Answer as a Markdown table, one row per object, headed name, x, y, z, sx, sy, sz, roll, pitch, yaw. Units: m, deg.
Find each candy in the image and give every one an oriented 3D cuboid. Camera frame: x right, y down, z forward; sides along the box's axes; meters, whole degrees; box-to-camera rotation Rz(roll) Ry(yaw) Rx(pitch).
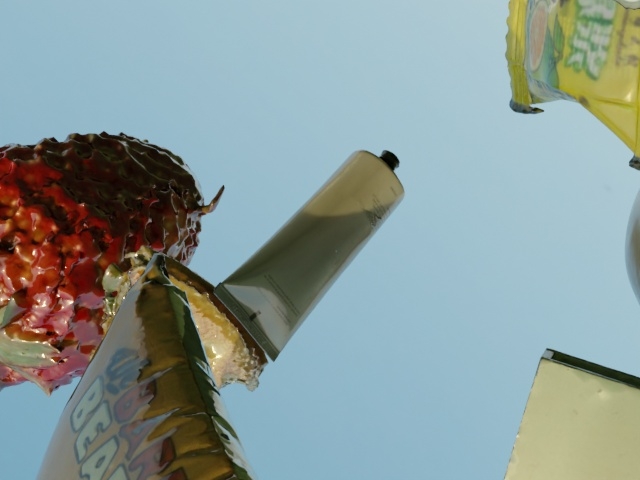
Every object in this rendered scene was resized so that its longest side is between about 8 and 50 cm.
| name | x | y | z | sx | sy | sz | roll | pitch | yaw |
| --- | --- | --- | --- | --- | --- | --- | --- | --- | --- |
| candy | 0.227 | -0.176 | 1.157 | 0.081 | 0.187 | 0.297 | -5 | -165 | -18 |

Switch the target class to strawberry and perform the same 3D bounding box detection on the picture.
| name | x | y | z | sx | sy | sz | roll | pitch | yaw |
| --- | --- | --- | --- | --- | --- | --- | --- | --- | --- |
| strawberry | -0.253 | -0.003 | 1.439 | 0.343 | 0.292 | 0.292 | -33 | -106 | -28 |

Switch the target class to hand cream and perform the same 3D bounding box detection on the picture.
| name | x | y | z | sx | sy | sz | roll | pitch | yaw |
| --- | --- | --- | --- | --- | --- | --- | --- | --- | --- |
| hand cream | 0.000 | 0.000 | 1.032 | 0.054 | 0.186 | 0.087 | 20 | 152 | 51 |

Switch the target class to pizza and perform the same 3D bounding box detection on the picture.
| name | x | y | z | sx | sy | sz | roll | pitch | yaw |
| --- | --- | --- | --- | --- | --- | --- | --- | --- | --- |
| pizza | -0.162 | 0.106 | 1.276 | 0.185 | 0.195 | 0.052 | 47 | -161 | -14 |

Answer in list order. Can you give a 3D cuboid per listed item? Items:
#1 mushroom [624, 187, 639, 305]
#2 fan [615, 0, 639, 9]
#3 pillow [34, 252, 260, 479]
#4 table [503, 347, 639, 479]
| name | x | y | z | sx | sy | sz | roll | pitch | yaw |
| --- | --- | --- | --- | --- | --- | --- | --- | --- | --- |
| mushroom | 0.287 | 0.003 | 0.733 | 0.178 | 0.227 | 0.226 | 65 | -158 | -18 |
| fan | 0.187 | -0.177 | 0.551 | 0.153 | 0.226 | 0.008 | 35 | -131 | 3 |
| pillow | -0.124 | 0.214 | 0.864 | 0.119 | 0.312 | 0.310 | 15 | -157 | -25 |
| table | 0.206 | 0.142 | 0.626 | 0.240 | 0.121 | 0.111 | 18 | -174 | 13 |
